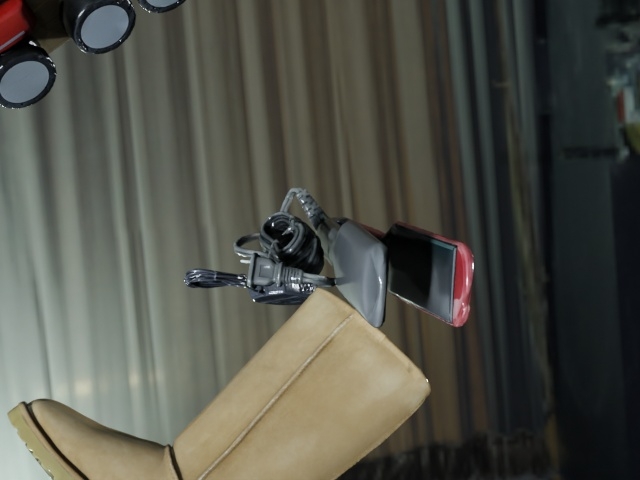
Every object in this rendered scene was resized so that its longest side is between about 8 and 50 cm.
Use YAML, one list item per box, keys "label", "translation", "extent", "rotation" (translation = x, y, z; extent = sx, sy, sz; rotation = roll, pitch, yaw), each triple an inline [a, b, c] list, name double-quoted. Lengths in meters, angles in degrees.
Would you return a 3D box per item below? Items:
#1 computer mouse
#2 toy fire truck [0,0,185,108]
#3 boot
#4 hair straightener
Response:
- label: "computer mouse"
  translation: [-0.085, 0.050, 1.588]
  extent: [0.071, 0.041, 0.242]
  rotation: [-11, 166, 33]
- label: "toy fire truck"
  translation: [-0.224, -0.237, 0.943]
  extent: [0.217, 0.158, 0.246]
  rotation: [-35, 148, -5]
- label: "boot"
  translation: [-0.084, 0.139, 1.025]
  extent: [0.269, 0.236, 0.089]
  rotation: [-44, 169, -15]
- label: "hair straightener"
  translation: [0.000, 0.000, 0.659]
  extent: [0.089, 0.047, 0.230]
  rotation: [0, -166, -16]
